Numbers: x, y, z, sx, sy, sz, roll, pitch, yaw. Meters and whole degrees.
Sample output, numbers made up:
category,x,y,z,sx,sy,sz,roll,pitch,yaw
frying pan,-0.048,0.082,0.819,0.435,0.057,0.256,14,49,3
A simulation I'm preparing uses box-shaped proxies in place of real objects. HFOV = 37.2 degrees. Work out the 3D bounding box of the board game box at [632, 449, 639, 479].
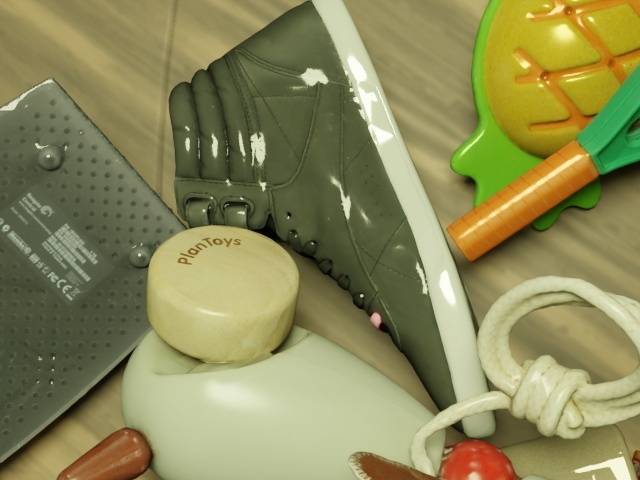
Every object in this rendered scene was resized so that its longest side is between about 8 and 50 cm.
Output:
category,x,y,z,sx,sy,sz,roll,pitch,yaw
board game box,0.238,0.240,0.560,0.147,0.045,0.193,16,84,8

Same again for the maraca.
category,x,y,z,sx,sy,sz,roll,pitch,yaw
maraca,0.149,-0.097,0.588,0.127,0.099,0.186,14,105,-13

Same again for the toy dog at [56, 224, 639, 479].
category,x,y,z,sx,sy,sz,roll,pitch,yaw
toy dog,0.004,0.127,0.486,0.333,0.161,0.220,9,125,32

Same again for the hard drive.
category,x,y,z,sx,sy,sz,roll,pitch,yaw
hard drive,-0.212,0.037,0.590,0.254,0.054,0.172,-41,112,-4

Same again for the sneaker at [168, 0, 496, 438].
category,x,y,z,sx,sy,sz,roll,pitch,yaw
sneaker,0.000,0.000,0.591,0.147,0.104,0.296,-24,77,5

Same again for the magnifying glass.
category,x,y,z,sx,sy,sz,roll,pitch,yaw
magnifying glass,0.175,-0.063,0.550,0.231,0.092,0.026,-37,49,9

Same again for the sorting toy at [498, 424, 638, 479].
category,x,y,z,sx,sy,sz,roll,pitch,yaw
sorting toy,0.114,0.222,0.550,0.347,0.047,0.196,-20,65,20
